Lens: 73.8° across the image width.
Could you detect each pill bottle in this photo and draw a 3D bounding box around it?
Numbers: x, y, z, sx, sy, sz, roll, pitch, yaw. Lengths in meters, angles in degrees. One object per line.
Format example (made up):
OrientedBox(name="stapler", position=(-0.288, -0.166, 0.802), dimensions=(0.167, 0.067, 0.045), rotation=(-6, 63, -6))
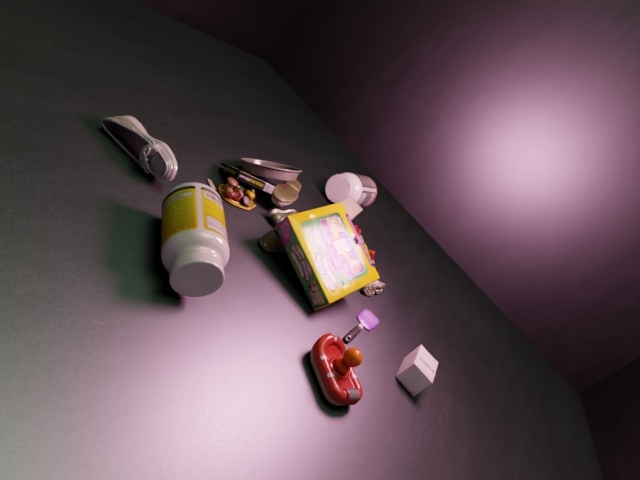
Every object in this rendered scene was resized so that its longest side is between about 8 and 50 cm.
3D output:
OrientedBox(name="pill bottle", position=(-0.368, -0.005, 1.247), dimensions=(0.188, 0.188, 0.333), rotation=(26, 29, -36))
OrientedBox(name="pill bottle", position=(0.190, -0.312, 2.646), dimensions=(0.210, 0.210, 0.363), rotation=(52, 24, 17))

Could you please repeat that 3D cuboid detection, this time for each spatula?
OrientedBox(name="spatula", position=(0.158, 0.347, 1.712), dimensions=(0.084, 0.030, 0.296), rotation=(48, 24, 12))

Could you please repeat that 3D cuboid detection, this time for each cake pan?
OrientedBox(name="cake pan", position=(-0.234, -0.330, 1.987), dimensions=(0.294, 0.054, 0.293), rotation=(11, 13, -3))

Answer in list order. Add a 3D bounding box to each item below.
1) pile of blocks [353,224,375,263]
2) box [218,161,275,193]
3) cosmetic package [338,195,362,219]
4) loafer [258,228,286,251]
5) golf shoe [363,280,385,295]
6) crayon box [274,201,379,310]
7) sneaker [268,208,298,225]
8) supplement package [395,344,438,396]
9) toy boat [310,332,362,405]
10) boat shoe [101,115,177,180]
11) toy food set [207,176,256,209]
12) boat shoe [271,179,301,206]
OrientedBox(name="pile of blocks", position=(0.147, 0.009, 1.917), dimensions=(0.362, 0.113, 0.149), rotation=(47, 26, -26))
OrientedBox(name="box", position=(-0.321, -0.272, 1.863), dimensions=(0.191, 0.045, 0.184), rotation=(21, 8, -42))
OrientedBox(name="cosmetic package", position=(0.104, -0.123, 2.256), dimensions=(0.113, 0.160, 0.309), rotation=(46, 24, 2))
OrientedBox(name="loafer", position=(-0.146, -0.008, 1.739), dimensions=(0.094, 0.087, 0.251), rotation=(50, 24, 12))
OrientedBox(name="golf shoe", position=(0.235, 0.218, 2.041), dimensions=(0.086, 0.069, 0.176), rotation=(33, 13, 29))
OrientedBox(name="crayon box", position=(0.032, 0.051, 1.694), dimensions=(0.313, 0.106, 0.362), rotation=(-19, 80, -43))
OrientedBox(name="sneaker", position=(-0.154, -0.090, 1.908), dimensions=(0.192, 0.064, 0.086), rotation=(-1, 57, -59))
OrientedBox(name="supplement package", position=(0.389, 0.518, 1.709), dimensions=(0.105, 0.105, 0.179), rotation=(48, 24, 7))
OrientedBox(name="toy boat", position=(0.071, 0.391, 1.344), dimensions=(0.151, 0.151, 0.231), rotation=(20, 33, -44))
OrientedBox(name="boat shoe", position=(-0.619, -0.318, 1.466), dimensions=(0.320, 0.118, 0.103), rotation=(45, 29, 13))
OrientedBox(name="toy food set", position=(-0.347, -0.205, 1.764), dimensions=(0.218, 0.071, 0.128), rotation=(19, 33, -44))
OrientedBox(name="boat shoe", position=(-0.171, -0.209, 2.016), dimensions=(0.113, 0.103, 0.302), rotation=(40, 23, -3))
